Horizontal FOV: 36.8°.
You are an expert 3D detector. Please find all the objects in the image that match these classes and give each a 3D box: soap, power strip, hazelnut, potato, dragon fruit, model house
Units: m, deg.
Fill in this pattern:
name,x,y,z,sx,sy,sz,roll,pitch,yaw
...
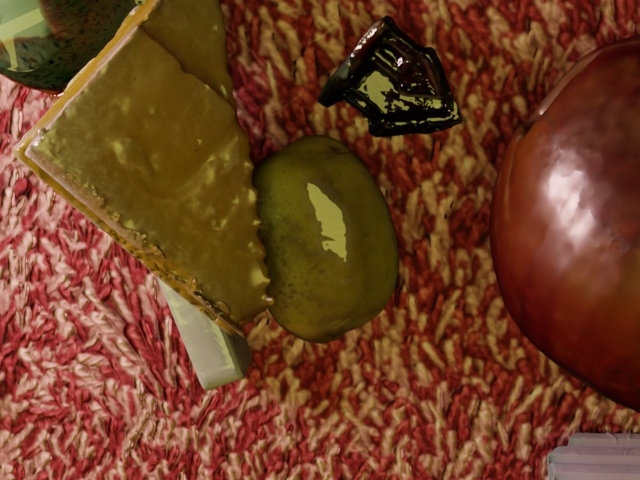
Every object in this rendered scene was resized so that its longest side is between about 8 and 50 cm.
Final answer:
name,x,y,z,sx,sy,sz,roll,pitch,yaw
soap,0.418,0.306,1.154,0.289,0.173,0.095,-1,103,4
power strip,-0.178,-0.006,1.170,0.062,0.091,0.385,-19,100,7
hazelnut,0.383,0.001,0.972,0.429,0.402,0.402,22,104,10
potato,-0.002,0.000,1.127,0.197,0.148,0.228,-28,92,23
soap,-0.108,-0.100,1.061,0.338,0.169,0.304,43,80,-22
dragon fruit,-0.305,-0.289,1.102,0.295,0.130,0.268,-26,105,9
model house,0.093,-0.169,1.093,0.152,0.165,0.106,35,86,-5
